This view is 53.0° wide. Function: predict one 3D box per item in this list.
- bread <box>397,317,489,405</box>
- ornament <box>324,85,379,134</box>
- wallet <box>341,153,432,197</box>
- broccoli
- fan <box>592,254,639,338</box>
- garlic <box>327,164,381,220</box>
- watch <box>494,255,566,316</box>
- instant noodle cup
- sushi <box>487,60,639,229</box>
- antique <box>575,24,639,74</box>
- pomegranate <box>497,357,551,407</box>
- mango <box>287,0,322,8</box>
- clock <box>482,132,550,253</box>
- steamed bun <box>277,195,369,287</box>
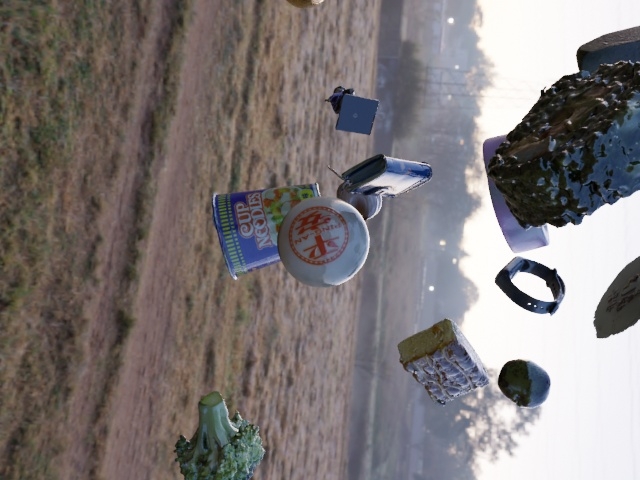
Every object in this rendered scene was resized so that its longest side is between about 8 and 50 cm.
[{"bbox_3d":[0.356,0.355,1.843,0.274,0.185,0.114,50,17,-41],"label":"bread"},{"bbox_3d":[0.053,-0.309,1.458,0.203,0.081,0.088,-120,-139,-58],"label":"ornament"},{"bbox_3d":[0.157,-0.148,1.515,0.202,0.141,0.059,-1,72,-51],"label":"wallet"},{"bbox_3d":[-0.275,0.518,1.670,0.263,0.247,0.243,-72,157,-71],"label":"broccoli"},{"bbox_3d":[0.729,0.078,1.398,0.233,0.012,0.414,-61,-178,-36],"label":"fan"},{"bbox_3d":[0.095,-0.155,2.405,0.207,0.257,0.207,-57,176,-6],"label":"garlic"},{"bbox_3d":[0.616,0.128,1.856,0.206,0.193,0.068,-28,144,-45],"label":"watch"},{"bbox_3d":[-0.139,-0.046,1.928,0.284,0.313,0.284,-13,90,-90],"label":"instant noodle cup"},{"bbox_3d":[0.521,-0.189,1.257,0.352,0.178,0.294,-47,-161,-13],"label":"sushi"},{"bbox_3d":[0.705,-0.436,1.474,0.080,0.221,0.081,-73,148,-48],"label":"antique"},{"bbox_3d":[0.545,0.382,1.725,0.125,0.138,0.163,-65,166,-4],"label":"pomegranate"},{"bbox_3d":[-0.045,-0.592,1.342,0.177,0.120,0.295,56,-2,2],"label":"mango"},{"bbox_3d":[0.544,-0.137,1.768,0.338,0.102,0.338,40,43,-52],"label":"clock"},{"bbox_3d":[0.000,0.000,1.579,0.145,0.232,0.231,30,65,-74],"label":"steamed bun"}]
